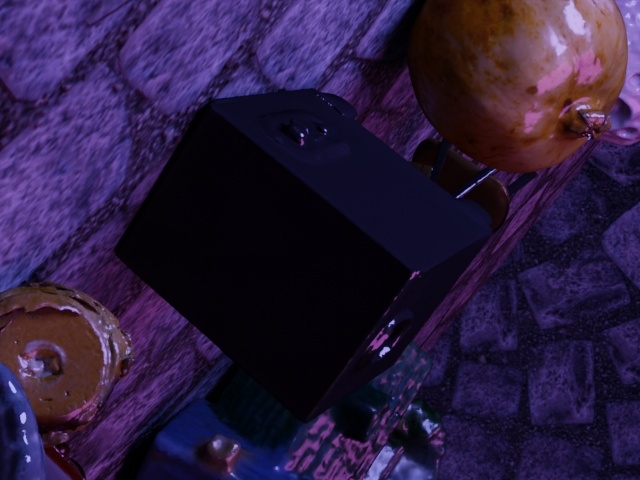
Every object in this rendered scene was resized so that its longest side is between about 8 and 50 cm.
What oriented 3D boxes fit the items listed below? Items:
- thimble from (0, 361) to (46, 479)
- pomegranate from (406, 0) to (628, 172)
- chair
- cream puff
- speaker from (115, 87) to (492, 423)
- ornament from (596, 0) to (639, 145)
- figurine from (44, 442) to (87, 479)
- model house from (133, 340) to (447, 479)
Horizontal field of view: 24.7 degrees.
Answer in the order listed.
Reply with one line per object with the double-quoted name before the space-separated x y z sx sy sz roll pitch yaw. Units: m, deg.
"thimble" -0.279 0.184 0.900 0.250 0.205 0.172 -63 -179 -31
"pomegranate" 0.206 -0.184 1.498 0.248 0.248 0.248 -48 167 -15
"chair" 0.165 -0.078 1.850 0.247 0.172 0.159 -53 170 -24
"cream puff" -0.209 0.091 1.094 0.133 0.119 0.104 -31 -179 -29
"speaker" 0.000 0.000 1.292 0.184 0.232 0.254 -54 166 20
"ornament" 0.378 -0.242 1.854 0.259 0.259 0.225 111 -1 -53
"figurine" -0.252 0.233 1.256 0.160 0.183 0.226 -42 180 -1
"model house" -0.017 0.285 1.850 0.382 0.335 0.342 -57 172 -20
